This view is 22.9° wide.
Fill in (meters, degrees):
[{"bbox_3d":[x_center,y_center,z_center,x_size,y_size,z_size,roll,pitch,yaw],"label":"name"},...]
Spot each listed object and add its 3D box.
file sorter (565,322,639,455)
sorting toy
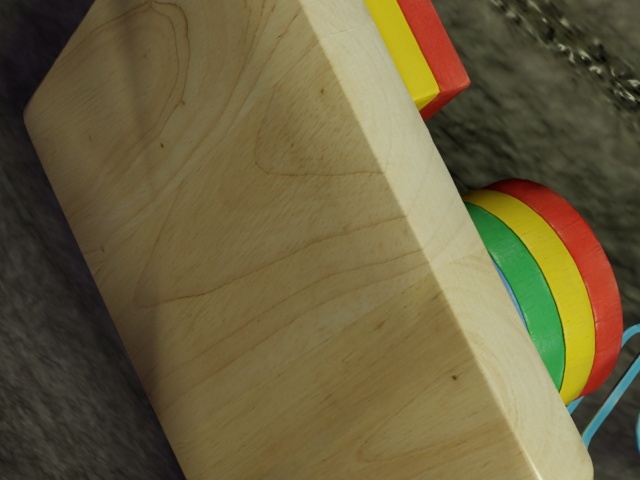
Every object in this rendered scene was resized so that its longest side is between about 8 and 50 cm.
[{"bbox_3d":[0.168,0.070,0.562,0.104,0.118,0.170,45,148,-3],"label":"file sorter"},{"bbox_3d":[0.000,0.000,0.644,0.255,0.089,0.257,64,149,7],"label":"sorting toy"}]
